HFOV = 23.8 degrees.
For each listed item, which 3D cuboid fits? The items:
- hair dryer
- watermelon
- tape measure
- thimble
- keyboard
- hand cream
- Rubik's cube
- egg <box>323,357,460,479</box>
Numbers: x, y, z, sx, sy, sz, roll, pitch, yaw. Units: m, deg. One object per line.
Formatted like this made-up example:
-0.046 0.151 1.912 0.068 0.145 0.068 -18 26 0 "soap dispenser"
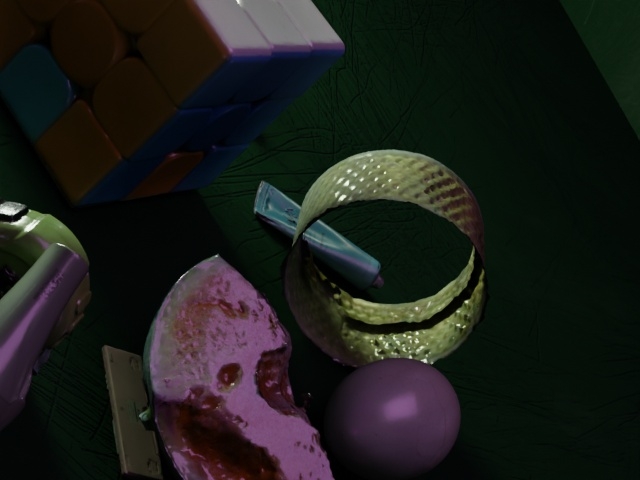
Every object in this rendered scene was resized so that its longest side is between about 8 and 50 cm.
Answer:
-0.340 0.046 1.390 0.229 0.092 0.267 -37 86 -20 "hair dryer"
-0.112 0.198 1.616 0.175 0.188 0.322 -8 66 -23 "watermelon"
-0.305 0.041 1.494 0.177 0.154 0.087 51 22 -9 "tape measure"
0.087 0.024 1.986 0.271 0.271 0.150 41 27 -18 "thimble"
-0.200 0.186 1.613 0.055 0.017 0.166 21 39 -38 "keyboard"
0.000 0.000 2.136 0.224 0.048 0.083 35 33 -19 "hand cream"
-0.204 -0.245 1.845 0.291 0.291 0.290 55 28 10 "Rubik's cube"
0.085 0.221 1.860 0.209 0.151 0.151 -12 66 -55 "egg"
